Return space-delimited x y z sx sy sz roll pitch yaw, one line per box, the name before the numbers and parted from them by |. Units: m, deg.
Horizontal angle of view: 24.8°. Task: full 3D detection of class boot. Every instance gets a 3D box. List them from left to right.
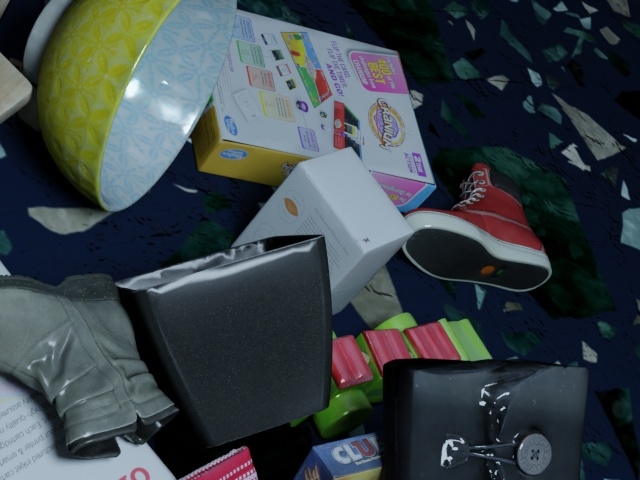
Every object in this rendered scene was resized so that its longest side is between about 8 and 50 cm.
boot | -0.234 0.114 1.247 0.247 0.083 0.161 -6 59 -48
boot | 0.182 -0.038 1.887 0.244 0.088 0.176 15 46 -37
boot | 0.224 0.337 1.412 0.367 0.146 0.445 5 79 -33

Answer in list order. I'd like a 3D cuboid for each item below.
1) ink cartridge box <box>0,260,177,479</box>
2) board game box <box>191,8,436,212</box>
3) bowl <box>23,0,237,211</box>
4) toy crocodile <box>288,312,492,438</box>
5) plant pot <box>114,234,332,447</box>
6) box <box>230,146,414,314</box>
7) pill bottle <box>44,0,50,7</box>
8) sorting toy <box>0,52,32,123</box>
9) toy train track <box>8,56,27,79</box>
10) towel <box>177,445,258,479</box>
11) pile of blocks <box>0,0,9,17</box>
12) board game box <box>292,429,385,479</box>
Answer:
ink cartridge box | -0.312 0.181 1.295 0.306 0.131 0.226 51 42 9
board game box | -0.021 -0.170 1.862 0.317 0.064 0.242 11 49 -30
bowl | -0.228 -0.193 1.588 0.156 0.289 0.289 28 40 10
toy crocodile | 0.069 0.140 1.632 0.341 0.105 0.115 -6 60 -40
plant pot | -0.087 0.098 1.408 0.188 0.187 0.167 -15 94 -17
box | 0.000 0.000 1.651 0.091 0.170 0.130 -21 70 -45
pill bottle | -0.194 -0.344 1.703 0.169 0.301 0.169 20 46 -22
sorting toy | -0.465 -0.179 1.456 0.255 0.089 0.257 45 62 4
toy train track | -0.338 -0.207 1.698 0.048 0.014 0.083 22 38 -10
towel | -0.090 0.346 1.297 0.199 0.031 0.274 -22 99 -50
pile of blocks | -0.418 -0.297 1.640 0.149 0.112 0.362 15 47 -26
board game box | 0.064 0.256 1.481 0.243 0.165 0.042 -5 46 -40
